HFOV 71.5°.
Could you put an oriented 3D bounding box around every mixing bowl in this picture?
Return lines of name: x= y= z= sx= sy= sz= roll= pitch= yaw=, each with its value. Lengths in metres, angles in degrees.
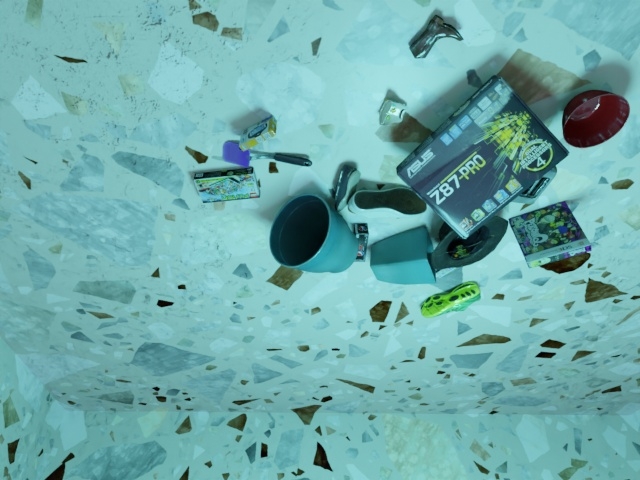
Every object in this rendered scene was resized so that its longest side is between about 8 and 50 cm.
mixing bowl: x=0.803 y=-0.379 z=1.330 sx=0.182 sy=0.098 sz=0.181 roll=-2 pitch=137 yaw=-1

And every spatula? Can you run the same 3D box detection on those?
spatula: x=-0.174 y=-0.273 z=1.464 sx=0.297 sy=0.030 sz=0.084 roll=5 pitch=135 yaw=-6

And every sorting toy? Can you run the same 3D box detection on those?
sorting toy: x=0.224 y=-0.388 z=1.346 sx=0.075 sy=0.044 sz=0.083 roll=6 pitch=137 yaw=-19

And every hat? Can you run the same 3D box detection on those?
hat: x=0.536 y=-0.028 z=1.668 sx=0.332 sy=0.133 sz=0.331 roll=-12 pitch=146 yaw=-9

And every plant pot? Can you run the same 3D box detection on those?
plant pot: x=0.325 y=0.074 z=1.773 sx=0.235 sy=0.165 sz=0.165 roll=-9 pitch=138 yaw=22
plant pot: x=0.000 y=0.000 z=1.619 sx=0.272 sy=0.271 sz=0.255 roll=-29 pitch=146 yaw=27

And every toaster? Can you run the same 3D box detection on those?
toaster: x=0.663 y=-0.218 z=1.493 sx=0.168 sy=0.110 sz=0.185 roll=9 pitch=137 yaw=-10

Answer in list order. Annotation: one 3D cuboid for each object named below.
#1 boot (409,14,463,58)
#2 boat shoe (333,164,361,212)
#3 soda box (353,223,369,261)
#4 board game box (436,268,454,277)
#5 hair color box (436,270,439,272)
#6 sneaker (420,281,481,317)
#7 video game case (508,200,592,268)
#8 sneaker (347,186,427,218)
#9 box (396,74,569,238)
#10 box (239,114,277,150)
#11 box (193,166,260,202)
boot: x=0.309 y=-0.528 z=1.195 sx=0.107 sy=0.037 sz=0.114 roll=30 pitch=127 yaw=-13
boat shoe: x=0.083 y=-0.183 z=1.566 sx=0.065 sy=0.075 sz=0.206 roll=42 pitch=144 yaw=17
soda box: x=0.156 y=0.010 z=1.763 sx=0.054 sy=0.060 sz=0.168 roll=-1 pitch=137 yaw=-3
board game box: x=0.574 y=0.104 z=1.866 sx=0.154 sy=0.026 sz=0.104 roll=-40 pitch=159 yaw=33
hair color box: x=0.503 y=0.081 z=1.864 sx=0.072 sy=0.043 sz=0.141 roll=28 pitch=129 yaw=-28
sneaker: x=0.606 y=0.299 z=2.057 sx=0.296 sy=0.109 sz=0.123 roll=-27 pitch=128 yaw=24
video game case: x=0.828 y=-0.024 z=1.621 sx=0.211 sy=0.231 sz=0.041 roll=-19 pitch=133 yaw=19
sneaker: x=0.236 y=-0.131 z=1.606 sx=0.291 sy=0.105 sz=0.123 roll=4 pitch=168 yaw=-15
box: x=0.482 y=-0.242 z=1.356 sx=0.318 sy=0.097 sz=0.395 roll=43 pitch=112 yaw=-12
box: x=-0.199 y=-0.327 z=1.367 sx=0.136 sy=0.081 sz=0.028 roll=-20 pitch=134 yaw=18
box: x=-0.322 y=-0.191 z=1.545 sx=0.207 sy=0.036 sz=0.114 roll=-6 pitch=138 yaw=4
